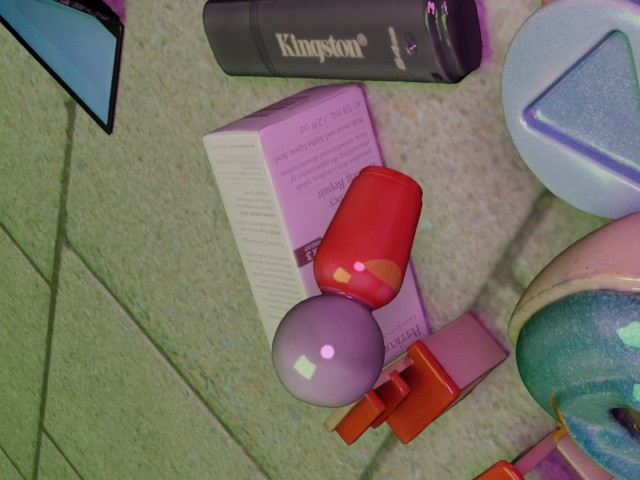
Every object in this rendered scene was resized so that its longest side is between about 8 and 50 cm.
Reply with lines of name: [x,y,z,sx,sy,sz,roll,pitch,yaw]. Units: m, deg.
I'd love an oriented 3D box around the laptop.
laptop: [-0.328,-0.249,1.063,0.234,0.264,0.136,44,105,21]

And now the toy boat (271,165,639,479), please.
toy boat: [0.137,0.067,0.601,0.318,0.148,0.267,17,163,12]

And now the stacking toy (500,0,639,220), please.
stacking toy: [0.189,-0.146,0.500,0.309,0.130,0.279,-12,105,53]

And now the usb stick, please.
usb stick: [0.005,-0.159,0.792,0.278,0.045,0.077,12,122,47]

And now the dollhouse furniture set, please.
dollhouse furniture set: [0.138,0.199,0.801,0.259,0.135,0.262,50,144,14]

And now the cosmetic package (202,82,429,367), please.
cosmetic package: [0.000,0.000,0.851,0.085,0.117,0.231,4,118,51]
